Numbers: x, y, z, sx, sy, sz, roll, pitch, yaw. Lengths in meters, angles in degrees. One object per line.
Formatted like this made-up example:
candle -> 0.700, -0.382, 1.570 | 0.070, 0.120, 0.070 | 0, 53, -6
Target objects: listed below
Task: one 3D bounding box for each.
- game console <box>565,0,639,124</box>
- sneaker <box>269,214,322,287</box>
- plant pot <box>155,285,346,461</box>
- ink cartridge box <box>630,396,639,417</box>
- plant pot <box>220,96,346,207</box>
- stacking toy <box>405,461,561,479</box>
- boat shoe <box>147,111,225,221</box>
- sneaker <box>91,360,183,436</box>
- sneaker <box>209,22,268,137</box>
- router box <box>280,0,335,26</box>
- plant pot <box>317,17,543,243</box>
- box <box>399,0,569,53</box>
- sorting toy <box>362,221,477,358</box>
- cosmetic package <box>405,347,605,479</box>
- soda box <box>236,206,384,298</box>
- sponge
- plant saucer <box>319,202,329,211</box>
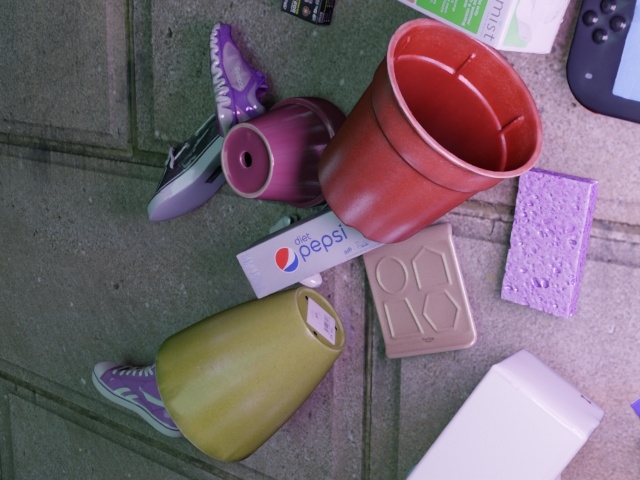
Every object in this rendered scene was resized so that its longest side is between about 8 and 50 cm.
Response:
game console -> 0.513, -0.296, 1.162 | 0.386, 0.060, 0.342 | 23, 114, 36
sneaker -> -0.040, 0.020, 1.727 | 0.061, 0.053, 0.152 | -45, 69, 35
plant pot -> -0.104, 0.217, 1.716 | 0.293, 0.274, 0.275 | -37, 74, 23
ink cartridge box -> 0.549, 0.263, 1.260 | 0.208, 0.045, 0.206 | 56, 130, 20
plant pot -> -0.067, -0.148, 1.630 | 0.201, 0.180, 0.202 | 11, 107, 39
stacking toy -> 0.271, 0.488, 1.499 | 0.279, 0.130, 0.309 | -16, 89, 43
boat shoe -> -0.252, -0.154, 1.841 | 0.306, 0.113, 0.105 | -43, 64, 36
sneaker -> -0.386, 0.300, 2.074 | 0.282, 0.102, 0.161 | 24, 112, 24
sneaker -> -0.153, -0.303, 1.741 | 0.095, 0.104, 0.237 | 97, 165, -66
router box -> -0.015, -0.444, 1.614 | 0.092, 0.038, 0.123 | 31, 118, 34
plant pot -> 0.143, -0.143, 1.405 | 0.265, 0.272, 0.272 | -43, 70, 47
box -> 0.251, -0.425, 1.306 | 0.231, 0.126, 0.262 | 41, 124, 40
sorting toy -> 0.168, 0.087, 1.572 | 0.193, 0.038, 0.208 | -15, 85, 42
cosmetic package -> 0.208, 0.391, 1.368 | 0.161, 0.230, 0.453 | 39, 103, 19
soda box -> 0.000, 0.000, 1.608 | 0.286, 0.098, 0.091 | -24, 97, 30
sponge -> 0.342, 0.002, 1.397 | 0.117, 0.031, 0.210 | 19, 112, 38
plant saucer -> 0.053, -0.066, 1.631 | 0.067, 0.018, 0.192 | 36, 129, -10
